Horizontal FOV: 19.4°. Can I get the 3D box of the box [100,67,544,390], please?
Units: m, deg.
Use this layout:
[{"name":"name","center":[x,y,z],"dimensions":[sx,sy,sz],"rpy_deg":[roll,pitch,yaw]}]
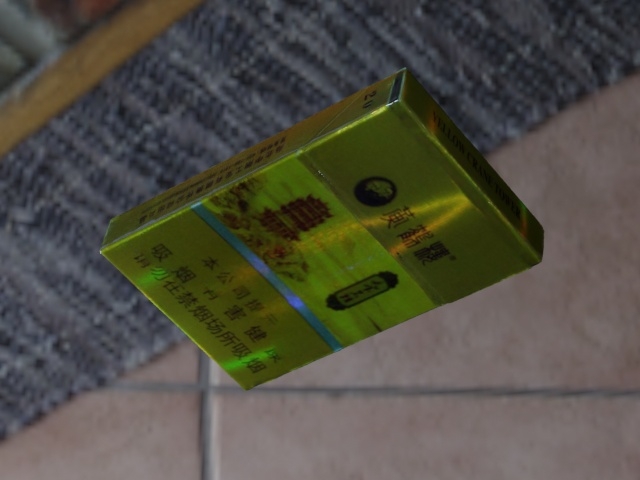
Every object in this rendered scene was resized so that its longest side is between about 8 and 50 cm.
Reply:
[{"name":"box","center":[0.000,0.000,0.941],"dimensions":[0.193,0.030,0.121],"rpy_deg":[-25,124,32]}]
